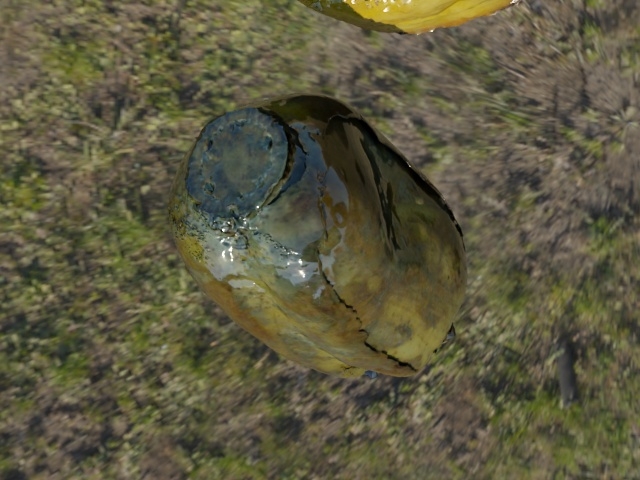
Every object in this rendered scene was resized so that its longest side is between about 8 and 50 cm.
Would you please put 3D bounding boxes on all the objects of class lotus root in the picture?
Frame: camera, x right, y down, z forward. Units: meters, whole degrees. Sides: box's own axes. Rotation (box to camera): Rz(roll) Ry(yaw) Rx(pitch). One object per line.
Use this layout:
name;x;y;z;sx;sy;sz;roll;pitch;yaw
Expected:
lotus root;0.000;0.000;0.838;0.152;0.275;0.160;11;70;31

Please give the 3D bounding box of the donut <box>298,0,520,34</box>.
donut;0.042;-0.270;0.793;0.277;0.108;0.278;6;107;22
